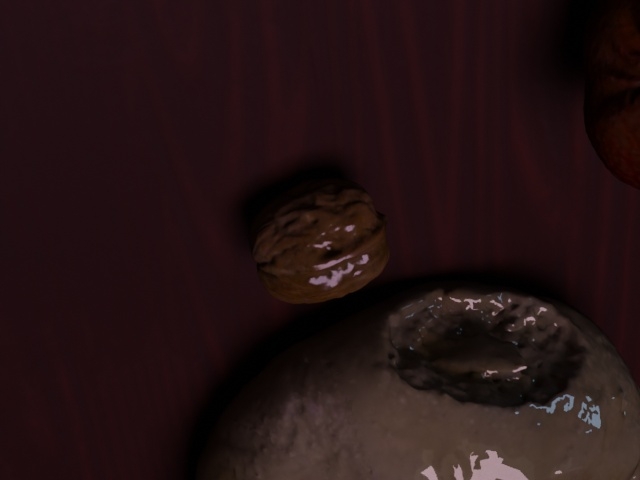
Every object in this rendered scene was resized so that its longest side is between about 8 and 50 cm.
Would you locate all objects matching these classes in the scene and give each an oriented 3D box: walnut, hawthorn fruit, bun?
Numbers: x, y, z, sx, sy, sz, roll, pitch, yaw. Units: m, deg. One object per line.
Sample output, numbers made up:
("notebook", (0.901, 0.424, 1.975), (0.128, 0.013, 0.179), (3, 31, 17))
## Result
("walnut", (0.000, 0.000, 1.276), (0.096, 0.082, 0.079), (-20, 110, -8))
("hawthorn fruit", (0.274, -0.109, 1.256), (0.200, 0.179, 0.179), (-10, 137, -44))
("bun", (0.091, 0.208, 1.438), (0.364, 0.202, 0.364), (-14, 138, -14))
